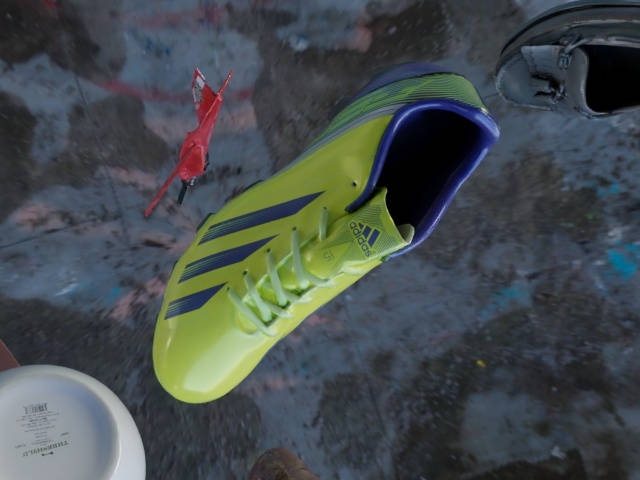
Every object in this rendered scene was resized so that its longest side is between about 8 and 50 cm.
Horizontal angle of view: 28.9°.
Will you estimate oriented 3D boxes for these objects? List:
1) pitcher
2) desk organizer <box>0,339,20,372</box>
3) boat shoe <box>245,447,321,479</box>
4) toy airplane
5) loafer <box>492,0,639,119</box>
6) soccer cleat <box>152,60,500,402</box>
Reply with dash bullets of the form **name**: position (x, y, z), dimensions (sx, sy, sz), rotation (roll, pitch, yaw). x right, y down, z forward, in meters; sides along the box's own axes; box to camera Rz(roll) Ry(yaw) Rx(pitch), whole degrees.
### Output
- **pitcher**: position (-0.201, 0.162, 0.751), dimensions (0.178, 0.207, 0.125), rotation (-15, 69, -25)
- **desk organizer**: position (-0.326, 0.124, 1.070), dimensions (0.130, 0.050, 0.047), rotation (-6, 127, -42)
- **boat shoe**: position (-0.047, 0.301, 0.994), dimensions (0.123, 0.342, 0.123), rotation (-18, 48, -31)
- **toy airplane**: position (-0.101, -0.089, 1.040), dimensions (0.028, 0.151, 0.151), rotation (23, 88, 2)
- **loafer**: position (0.242, -0.144, 1.018), dimensions (0.096, 0.268, 0.084), rotation (51, 55, -27)
- **soccer cleat**: position (0.000, -0.001, 0.815), dimensions (0.289, 0.121, 0.093), rotation (-47, 124, -1)
